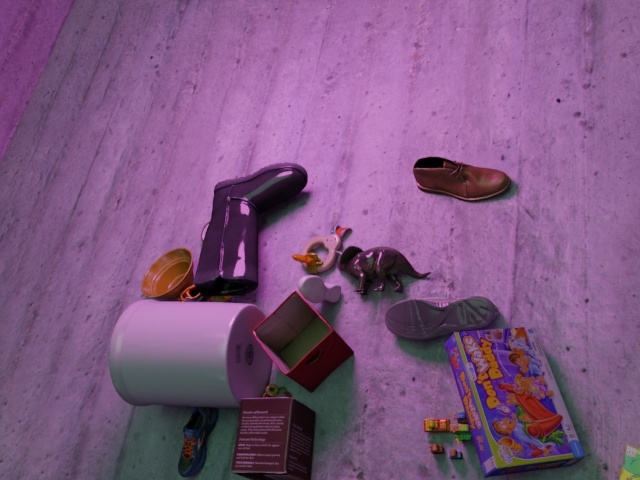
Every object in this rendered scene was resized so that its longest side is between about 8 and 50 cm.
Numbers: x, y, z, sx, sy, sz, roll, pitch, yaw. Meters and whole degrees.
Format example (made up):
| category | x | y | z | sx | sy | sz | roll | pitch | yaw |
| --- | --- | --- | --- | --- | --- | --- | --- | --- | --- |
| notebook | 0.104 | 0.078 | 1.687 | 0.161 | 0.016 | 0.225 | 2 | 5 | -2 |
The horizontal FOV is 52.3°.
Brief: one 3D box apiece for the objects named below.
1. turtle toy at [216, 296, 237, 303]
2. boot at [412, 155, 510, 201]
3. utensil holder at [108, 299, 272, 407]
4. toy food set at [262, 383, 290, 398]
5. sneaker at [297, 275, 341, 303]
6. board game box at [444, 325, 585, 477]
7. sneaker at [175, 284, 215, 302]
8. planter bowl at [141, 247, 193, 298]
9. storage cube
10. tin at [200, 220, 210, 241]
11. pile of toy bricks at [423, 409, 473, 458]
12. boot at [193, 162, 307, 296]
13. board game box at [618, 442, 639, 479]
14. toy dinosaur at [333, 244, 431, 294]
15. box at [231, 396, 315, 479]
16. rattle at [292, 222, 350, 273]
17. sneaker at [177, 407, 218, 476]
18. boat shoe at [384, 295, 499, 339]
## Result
| category | x | y | z | sx | sy | sz | roll | pitch | yaw |
| --- | --- | --- | --- | --- | --- | --- | --- | --- | --- |
| turtle toy | -0.298 | 0.164 | 2.186 | 0.130 | 0.066 | 0.095 | -29 | 46 | 9 |
| boot | 0.433 | -0.200 | 2.032 | 0.305 | 0.115 | 0.112 | 7 | 63 | 26 |
| utensil holder | -0.378 | 0.342 | 1.970 | 0.385 | 0.327 | 0.328 | -2 | 61 | 20 |
| toy food set | -0.132 | 0.467 | 1.945 | 0.082 | 0.020 | 0.083 | 8 | 37 | 15 |
| sneaker | -0.025 | 0.148 | 1.987 | 0.094 | 0.212 | 0.080 | 12 | 83 | 32 |
| board game box | 0.474 | 0.392 | 1.624 | 0.233 | 0.078 | 0.347 | -3 | 56 | -14 |
| sneaker | -0.455 | 0.208 | 2.225 | 0.215 | 0.083 | 0.084 | -41 | 55 | 0 |
| planter bowl | -0.510 | 0.136 | 2.273 | 0.217 | 0.090 | 0.217 | -21 | 39 | 19 |
| storage cube | -0.048 | 0.301 | 1.915 | 0.183 | 0.193 | 0.215 | -43 | 55 | -4 |
| tin | -0.346 | -0.019 | 2.335 | 0.189 | 0.040 | 0.106 | 8 | 70 | 28 |
| pile of toy bricks | 0.363 | 0.489 | 1.670 | 0.212 | 0.105 | 0.118 | -10 | 59 | 20 |
| boot | -0.222 | -0.035 | 2.166 | 0.367 | 0.146 | 0.445 | -16 | 44 | 21 |
| board game box | 0.731 | 0.571 | 1.492 | 0.092 | 0.043 | 0.181 | 12 | 68 | 29 |
| toy dinosaur | 0.172 | 0.080 | 1.984 | 0.313 | 0.121 | 0.160 | -7 | 77 | 25 |
| box | -0.126 | 0.559 | 1.816 | 0.167 | 0.168 | 0.203 | -7 | 59 | 22 |
| rattle | 0.000 | 0.000 | 2.104 | 0.200 | 0.143 | 0.130 | -46 | 39 | 1 |
| sneaker | -0.386 | 0.597 | 1.965 | 0.083 | 0.087 | 0.221 | 0 | 62 | 26 |
| boat shoe | 0.342 | 0.216 | 1.854 | 0.320 | 0.103 | 0.118 | -12 | 77 | 25 |
